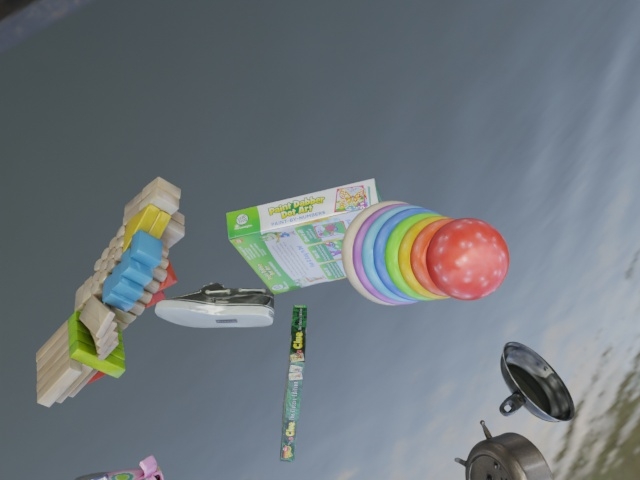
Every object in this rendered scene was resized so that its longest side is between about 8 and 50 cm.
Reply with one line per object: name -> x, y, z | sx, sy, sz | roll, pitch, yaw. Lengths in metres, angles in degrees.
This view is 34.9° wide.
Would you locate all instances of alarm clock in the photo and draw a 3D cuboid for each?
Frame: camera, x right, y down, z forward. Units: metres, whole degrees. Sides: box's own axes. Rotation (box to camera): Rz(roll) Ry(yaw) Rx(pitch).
alarm clock -> 0.259, 0.333, 1.343 | 0.064, 0.192, 0.129 | -11, 119, -33

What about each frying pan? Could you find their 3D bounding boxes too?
frying pan -> 0.419, 0.316, 1.995 | 0.053, 0.197, 0.326 | -47, -173, 27

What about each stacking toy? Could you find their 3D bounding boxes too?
stacking toy -> 0.133, 0.016, 1.214 | 0.141, 0.141, 0.330 | -34, -172, -12

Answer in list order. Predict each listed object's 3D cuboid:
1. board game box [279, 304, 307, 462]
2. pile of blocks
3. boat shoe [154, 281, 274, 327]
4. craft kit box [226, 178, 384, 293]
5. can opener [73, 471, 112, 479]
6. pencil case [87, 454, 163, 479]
board game box -> -0.047, 0.250, 1.761 | 0.030, 0.136, 0.260 | 3, 130, -4
pile of blocks -> -0.278, 0.092, 1.487 | 0.112, 0.149, 0.362 | 30, 91, -33
boat shoe -> -0.193, 0.117, 1.881 | 0.219, 0.070, 0.078 | 3, 151, 0
craft kit box -> 0.000, 0.000, 1.684 | 0.246, 0.061, 0.250 | -15, 153, 8
can opener -> -0.215, 0.380, 1.443 | 0.095, 0.283, 0.076 | 73, 24, -64
pencil case -> -0.210, 0.414, 1.249 | 0.124, 0.284, 0.124 | -19, 176, -1
